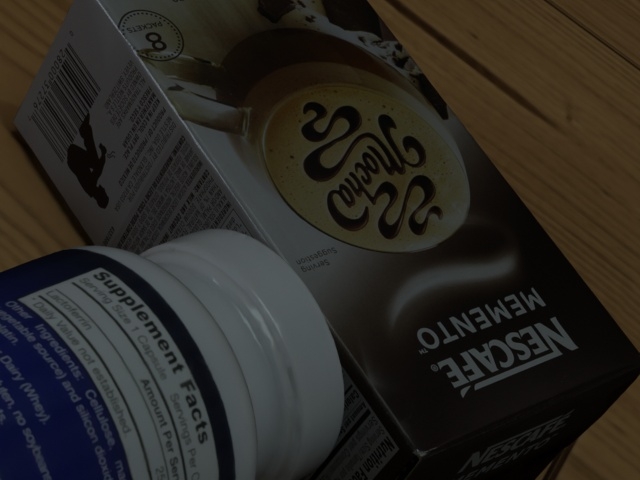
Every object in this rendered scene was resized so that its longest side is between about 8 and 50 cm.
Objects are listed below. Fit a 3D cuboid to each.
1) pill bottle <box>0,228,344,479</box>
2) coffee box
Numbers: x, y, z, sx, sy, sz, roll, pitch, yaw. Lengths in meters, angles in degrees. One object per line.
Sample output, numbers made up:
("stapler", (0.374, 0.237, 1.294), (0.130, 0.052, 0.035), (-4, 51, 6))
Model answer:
("pill bottle", (-0.122, 0.090, 0.815), (0.264, 0.153, 0.153), (-22, 66, -43))
("coffee box", (0.000, 0.000, 0.993), (0.168, 0.119, 0.297), (-18, 63, -41))
